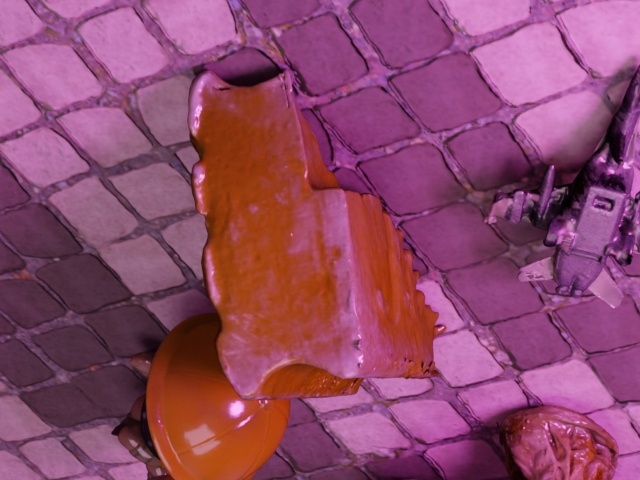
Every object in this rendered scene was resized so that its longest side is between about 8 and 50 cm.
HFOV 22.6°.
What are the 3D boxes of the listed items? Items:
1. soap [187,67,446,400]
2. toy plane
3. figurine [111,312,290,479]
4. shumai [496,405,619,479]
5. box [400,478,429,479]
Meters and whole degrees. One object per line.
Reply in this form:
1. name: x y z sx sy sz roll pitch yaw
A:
1. soap: 0.000 0.000 1.582 0.169 0.304 0.338 -10 172 17
2. toy plane: 0.252 -0.044 1.427 0.192 0.088 0.262 13 138 3
3. figurine: -0.127 0.183 1.727 0.167 0.192 0.257 -2 167 -20
4. shumai: 0.252 0.252 1.722 0.145 0.116 0.146 8 138 7
5. box: 0.199 0.367 1.756 0.288 0.141 0.349 26 173 -11
